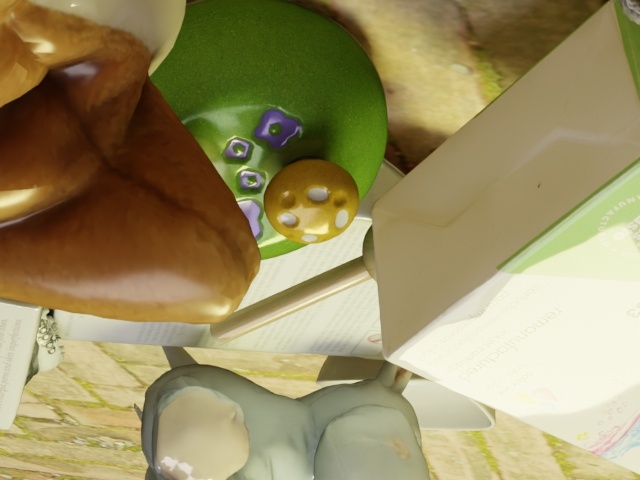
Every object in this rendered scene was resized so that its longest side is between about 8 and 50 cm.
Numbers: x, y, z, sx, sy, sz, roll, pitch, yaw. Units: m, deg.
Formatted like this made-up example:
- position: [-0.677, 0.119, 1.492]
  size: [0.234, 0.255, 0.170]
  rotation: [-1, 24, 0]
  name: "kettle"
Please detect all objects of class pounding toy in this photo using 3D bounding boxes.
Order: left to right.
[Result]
- position: [-0.033, -0.019, 0.968]
  size: [0.183, 0.110, 0.237]
  rotation: [-24, 126, 9]
  name: "pounding toy"

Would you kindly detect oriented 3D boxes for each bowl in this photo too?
- position: [0.082, 0.127, 1.476]
  size: [0.142, 0.053, 0.142]
  rotation: [-1, 154, 26]
  name: "bowl"

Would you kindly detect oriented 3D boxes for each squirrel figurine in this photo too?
- position: [-0.182, -0.189, 0.566]
  size: [0.397, 0.281, 0.370]
  rotation: [8, 151, 0]
  name: "squirrel figurine"

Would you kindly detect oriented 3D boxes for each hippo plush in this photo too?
- position: [-0.033, 0.206, 1.359]
  size: [0.236, 0.234, 0.294]
  rotation: [6, -165, -10]
  name: "hippo plush"

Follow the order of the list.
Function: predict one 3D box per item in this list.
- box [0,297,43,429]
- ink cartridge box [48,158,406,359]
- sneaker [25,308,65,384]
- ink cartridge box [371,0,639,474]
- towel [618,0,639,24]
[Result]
- position: [-0.259, 0.014, 1.019]
  size: [0.182, 0.119, 0.181]
  rotation: [14, 147, -9]
  name: "box"
- position: [0.000, 0.000, 1.204]
  size: [0.385, 0.091, 0.308]
  rotation: [3, 159, -12]
  name: "ink cartridge box"
- position: [-0.294, 0.029, 1.180]
  size: [0.102, 0.146, 0.293]
  rotation: [35, 154, 43]
  name: "sneaker"
- position: [0.228, 0.035, 0.942]
  size: [0.353, 0.119, 0.207]
  rotation: [25, 131, -31]
  name: "ink cartridge box"
- position: [0.255, -0.075, 0.624]
  size: [0.283, 0.121, 0.235]
  rotation: [22, -169, 19]
  name: "towel"
